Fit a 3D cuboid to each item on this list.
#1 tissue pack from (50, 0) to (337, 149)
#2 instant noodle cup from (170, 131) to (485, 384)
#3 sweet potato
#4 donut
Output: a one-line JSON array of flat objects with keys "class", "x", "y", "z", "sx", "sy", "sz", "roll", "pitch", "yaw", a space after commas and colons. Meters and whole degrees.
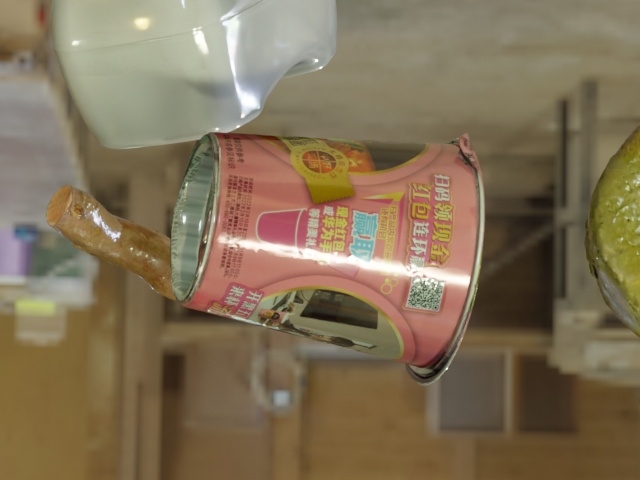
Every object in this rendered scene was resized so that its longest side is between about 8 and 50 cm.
[{"class": "tissue pack", "x": -0.131, "y": -0.255, "z": 2.075, "sx": 0.229, "sy": 0.236, "sz": 0.333, "roll": -4, "pitch": -160, "yaw": 27}, {"class": "instant noodle cup", "x": 0.000, "y": 0.000, "z": 1.827, "sx": 0.255, "sy": 0.244, "sz": 0.244, "roll": 10, "pitch": 172, "yaw": -16}, {"class": "sweet potato", "x": -0.181, "y": 0.022, "z": 2.141, "sx": 0.281, "sy": 0.059, "sz": 0.067, "roll": 31, "pitch": 170, "yaw": -34}, {"class": "donut", "x": 0.361, "y": -0.027, "z": 1.752, "sx": 0.272, "sy": 0.272, "sz": 0.107, "roll": -1, "pitch": 160, "yaw": 21}]
